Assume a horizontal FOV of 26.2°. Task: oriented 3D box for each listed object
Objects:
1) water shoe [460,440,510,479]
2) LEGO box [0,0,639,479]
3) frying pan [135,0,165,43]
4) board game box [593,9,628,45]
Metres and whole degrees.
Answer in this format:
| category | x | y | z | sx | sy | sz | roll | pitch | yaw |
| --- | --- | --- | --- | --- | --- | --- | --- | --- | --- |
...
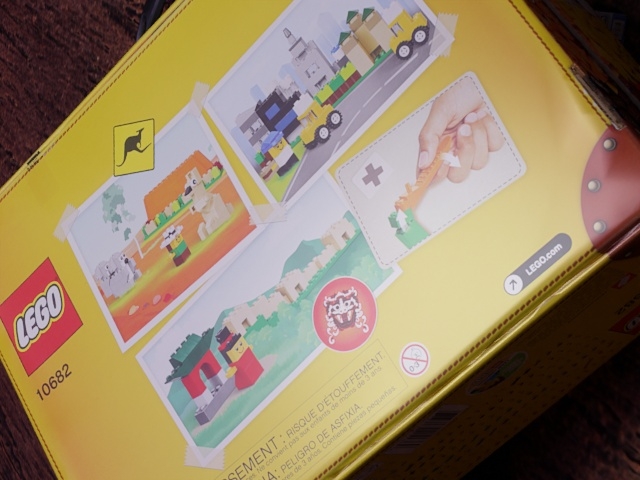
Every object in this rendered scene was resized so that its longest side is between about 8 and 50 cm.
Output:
| category | x | y | z | sx | sy | sz | roll | pitch | yaw |
| --- | --- | --- | --- | --- | --- | --- | --- | --- | --- |
| water shoe | 0.135 | 0.127 | 1.135 | 0.080 | 0.073 | 0.203 | -10 | 79 | 53 |
| LEGO box | 0.000 | 0.000 | 1.024 | 0.500 | 0.193 | 0.372 | -42 | 63 | 21 |
| frying pan | -0.147 | -0.375 | 1.655 | 0.197 | 0.053 | 0.326 | 23 | 108 | 57 |
| board game box | 0.201 | -0.140 | 1.099 | 0.090 | 0.020 | 0.090 | 24 | 108 | 56 |
